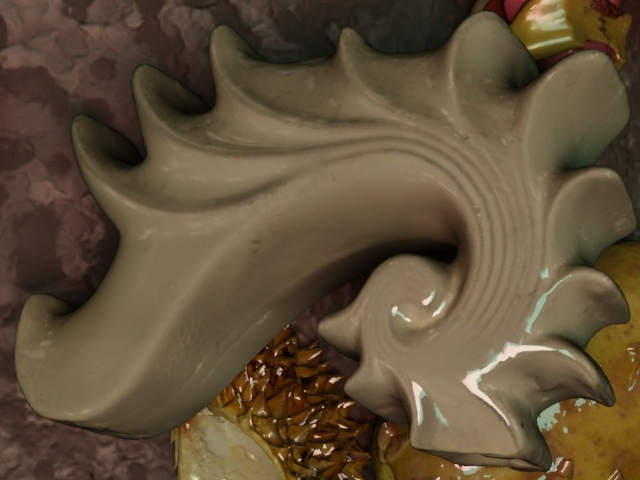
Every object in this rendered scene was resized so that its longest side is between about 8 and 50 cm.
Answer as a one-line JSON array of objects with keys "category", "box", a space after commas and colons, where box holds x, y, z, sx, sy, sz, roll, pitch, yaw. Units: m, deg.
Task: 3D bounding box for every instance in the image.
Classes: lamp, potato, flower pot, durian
[{"category": "lamp", "box": [0.143, -0.110, 1.019, 0.118, 0.118, 0.253, 11, 97, -12]}, {"category": "potato", "box": [0.172, 0.107, 1.028, 0.298, 0.141, 0.176, -32, 111, -6]}, {"category": "flower pot", "box": [0.000, 0.000, 0.908, 0.367, 0.164, 0.254, 2, 77, 21]}, {"category": "durian", "box": [-0.037, 0.177, 1.018, 0.139, 0.144, 0.252, -8, 103, 12]}]
